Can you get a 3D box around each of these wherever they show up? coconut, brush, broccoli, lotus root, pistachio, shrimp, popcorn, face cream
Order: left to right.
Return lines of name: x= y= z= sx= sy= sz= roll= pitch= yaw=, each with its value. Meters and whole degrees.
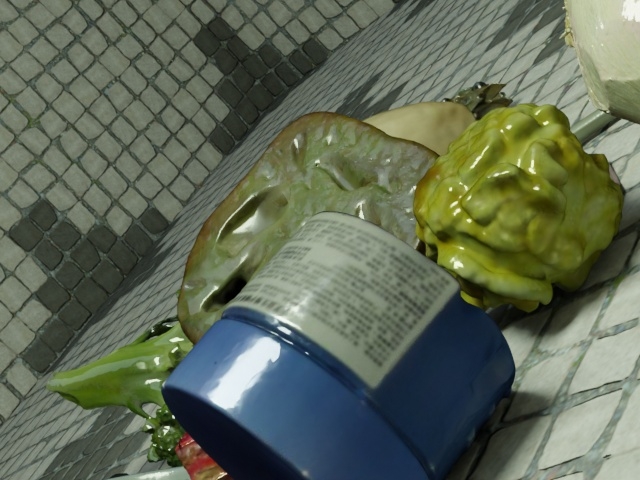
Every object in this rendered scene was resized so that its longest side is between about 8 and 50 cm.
broccoli: x=-0.180 y=0.203 z=1.771 sx=0.302 sy=0.186 sz=0.254 roll=-43 pitch=52 yaw=10
lotus root: x=0.000 y=0.000 z=1.588 sx=0.390 sy=0.111 sz=0.375 roll=-25 pitch=46 yaw=25
face cream: x=0.021 y=0.128 z=1.139 sx=0.225 sy=0.249 sz=0.249 roll=-49 pitch=13 yaw=-18
pistachio: x=0.086 y=-0.071 z=1.772 sx=0.318 sy=0.214 sz=0.193 roll=-37 pitch=-29 yaw=4
shrimp: x=0.174 y=-0.145 z=1.989 sx=0.317 sy=0.077 sz=0.168 roll=-39 pitch=23 yaw=44
popcorn: x=0.185 y=-0.021 z=1.258 sx=0.217 sy=0.181 sz=0.235 roll=-45 pitch=7 yaw=9
brush: x=0.301 y=-0.125 z=1.565 sx=0.299 sy=0.039 sz=0.042 roll=-37 pitch=13 yaw=28
coconut: x=0.353 y=-0.206 z=1.265 sx=0.224 sy=0.224 sz=0.234 roll=-28 pitch=56 yaw=54

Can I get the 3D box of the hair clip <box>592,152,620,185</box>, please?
hair clip: x=0.295 y=-0.059 z=1.394 sx=0.054 sy=0.022 sz=0.137 roll=-41 pitch=13 yaw=15

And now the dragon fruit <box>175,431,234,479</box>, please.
dragon fruit: x=-0.035 y=0.215 z=1.353 sx=0.126 sy=0.161 sz=0.274 roll=-22 pitch=7 yaw=15

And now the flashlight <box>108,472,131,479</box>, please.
flashlight: x=-0.282 y=0.418 z=1.536 sx=0.103 sy=0.103 sz=0.424 roll=-40 pitch=13 yaw=21

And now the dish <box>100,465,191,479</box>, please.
dish: x=-0.199 y=0.337 z=1.440 sx=0.273 sy=0.134 sz=0.273 roll=-8 pitch=-5 yaw=-1
